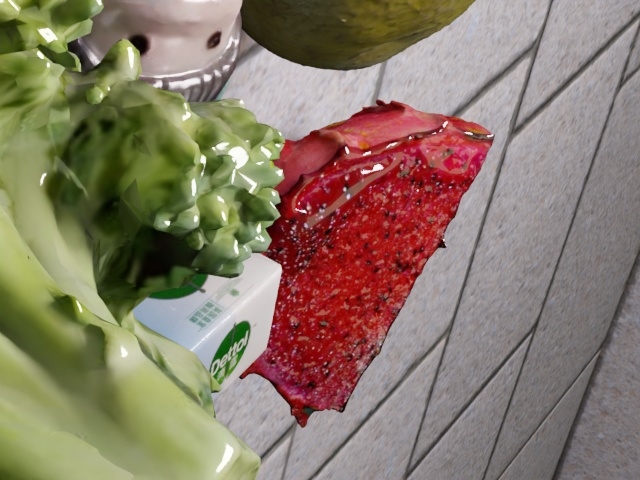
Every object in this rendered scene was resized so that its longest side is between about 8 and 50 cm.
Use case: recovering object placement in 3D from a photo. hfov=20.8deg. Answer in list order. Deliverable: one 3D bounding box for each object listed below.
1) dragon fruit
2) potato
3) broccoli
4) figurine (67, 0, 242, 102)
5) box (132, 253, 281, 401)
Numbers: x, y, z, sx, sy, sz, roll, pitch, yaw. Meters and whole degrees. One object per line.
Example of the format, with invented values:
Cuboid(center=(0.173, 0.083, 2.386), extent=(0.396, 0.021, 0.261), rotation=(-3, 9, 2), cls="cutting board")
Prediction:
Cuboid(center=(0.000, 0.000, 1.288), extent=(0.189, 0.163, 0.262), rotation=(-98, -148, -70), cls="dragon fruit")
Cuboid(center=(0.017, -0.190, 1.016), extent=(0.174, 0.159, 0.251), rotation=(-45, 155, -4), cls="potato")
Cuboid(center=(-0.166, 0.012, 0.660), extent=(0.277, 0.317, 0.338), rotation=(-58, -167, -7), cls="broccoli")
Cuboid(center=(-0.093, -0.162, 0.858), extent=(0.137, 0.110, 0.246), rotation=(0, 120, -25), cls="figurine")
Cuboid(center=(-0.133, 0.056, 0.994), extent=(0.194, 0.139, 0.073), rotation=(-43, 154, -46), cls="box")
